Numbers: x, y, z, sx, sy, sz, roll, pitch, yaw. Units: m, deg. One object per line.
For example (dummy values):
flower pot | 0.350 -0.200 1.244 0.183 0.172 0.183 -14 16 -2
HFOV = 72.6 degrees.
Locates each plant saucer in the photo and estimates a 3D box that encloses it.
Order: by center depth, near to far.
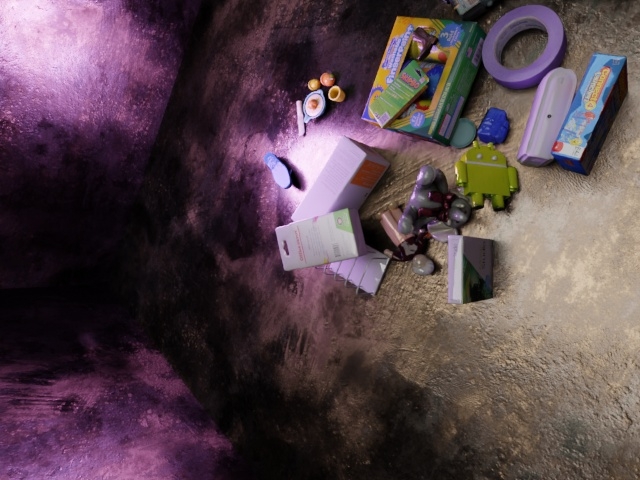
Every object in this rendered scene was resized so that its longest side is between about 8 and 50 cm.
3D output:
plant saucer | 0.574 -0.434 1.768 0.119 0.021 0.120 -2 86 36

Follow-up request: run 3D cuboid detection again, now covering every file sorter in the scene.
file sorter | 0.135 0.104 1.976 0.277 0.173 0.193 30 104 35

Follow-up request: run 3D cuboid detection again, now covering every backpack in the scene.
backpack | 0.665 -0.436 1.657 0.101 0.098 0.120 24 89 26

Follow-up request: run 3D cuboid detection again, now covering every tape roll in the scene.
tape roll | 0.749 -0.710 1.610 0.274 0.090 0.275 -3 85 37

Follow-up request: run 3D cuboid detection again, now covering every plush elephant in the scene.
plush elephant | 0.474 -0.126 1.698 0.255 0.330 0.272 24 104 12

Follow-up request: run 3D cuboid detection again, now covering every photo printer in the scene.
photo printer | 0.769 -0.416 1.482 0.107 0.256 0.308 16 97 17

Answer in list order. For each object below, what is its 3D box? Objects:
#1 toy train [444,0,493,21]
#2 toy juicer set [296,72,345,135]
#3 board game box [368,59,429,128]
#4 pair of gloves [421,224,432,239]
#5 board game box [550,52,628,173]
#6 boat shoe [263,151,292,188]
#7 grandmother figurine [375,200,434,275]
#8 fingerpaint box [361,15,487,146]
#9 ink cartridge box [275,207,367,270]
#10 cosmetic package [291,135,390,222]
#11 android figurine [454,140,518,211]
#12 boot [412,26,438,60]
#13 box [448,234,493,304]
toy train | 0.644 -1.007 1.685 0.333 0.142 0.190 -28 84 31
toy juicer set | -0.042 -0.711 2.202 0.329 0.089 0.209 -34 69 31
board game box | 0.315 -0.584 1.750 0.259 0.039 0.124 -43 62 34
pair of gloves | 0.439 -0.046 1.824 0.083 0.074 0.010 51 161 19
board game box | 0.855 -0.381 1.377 0.086 0.308 0.302 27 104 33
boat shoe | -0.205 -0.372 2.313 0.109 0.089 0.258 -35 62 16
grandmother figurine | 0.362 0.008 1.853 0.207 0.104 0.343 -41 64 21
fingerpaint box | 0.419 -0.659 1.796 0.371 0.163 0.445 30 105 39
ink cartridge box | 0.000 0.000 1.859 0.353 0.119 0.207 -12 90 25
cosmetic package | 0.089 -0.226 1.992 0.161 0.230 0.453 46 115 28
android figurine | 0.615 -0.244 1.622 0.056 0.248 0.273 124 151 -71
boot | 0.387 -0.768 1.700 0.106 0.037 0.114 -48 59 10
box | 0.547 0.103 1.573 0.058 0.321 0.233 -1 87 40
